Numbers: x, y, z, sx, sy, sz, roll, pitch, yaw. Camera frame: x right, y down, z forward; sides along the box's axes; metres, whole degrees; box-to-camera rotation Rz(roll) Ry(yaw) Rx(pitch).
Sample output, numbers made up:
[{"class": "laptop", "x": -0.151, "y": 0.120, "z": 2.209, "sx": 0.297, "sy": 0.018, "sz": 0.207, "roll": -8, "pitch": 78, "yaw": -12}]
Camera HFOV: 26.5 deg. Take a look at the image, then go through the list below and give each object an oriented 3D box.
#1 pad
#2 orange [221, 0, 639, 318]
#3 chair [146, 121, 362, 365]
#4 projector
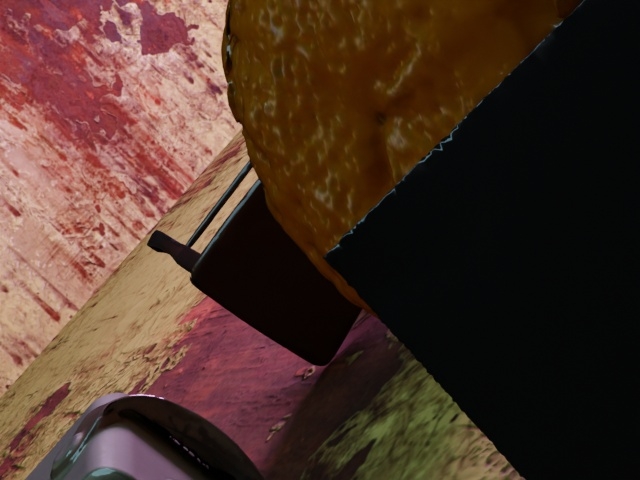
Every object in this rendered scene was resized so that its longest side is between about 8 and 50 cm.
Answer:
[{"class": "pad", "x": 0.208, "y": -0.035, "z": 0.543, "sx": 0.367, "sy": 0.247, "sz": 0.007, "roll": -45, "pitch": -21, "yaw": 5}, {"class": "orange", "x": 0.120, "y": -0.103, "z": 0.768, "sx": 0.293, "sy": 0.340, "sz": 0.340, "roll": -26, "pitch": -2, "yaw": -39}, {"class": "chair", "x": 0.000, "y": 0.000, "z": 1.144, "sx": 0.186, "sy": 0.160, "sz": 0.319, "roll": -55, "pitch": 27, "yaw": -6}, {"class": "projector", "x": -0.145, "y": 0.228, "z": 0.919, "sx": 0.242, "sy": 0.163, "sz": 0.177, "roll": -47, "pitch": 14, "yaw": 1}]
